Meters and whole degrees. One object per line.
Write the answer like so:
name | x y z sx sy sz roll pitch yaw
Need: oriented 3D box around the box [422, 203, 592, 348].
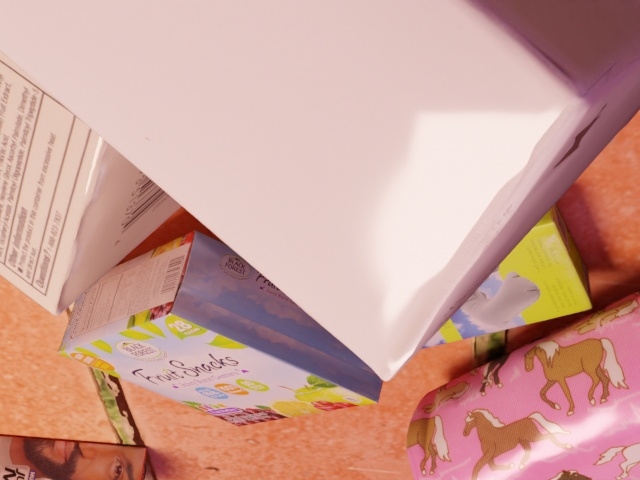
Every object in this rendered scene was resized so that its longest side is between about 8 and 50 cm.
box | 0.102 0.027 0.941 0.178 0.042 0.109 -16 136 19

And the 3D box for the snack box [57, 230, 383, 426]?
snack box | -0.075 0.073 0.934 0.174 0.070 0.207 27 154 -26

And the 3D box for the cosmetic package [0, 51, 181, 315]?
cosmetic package | -0.192 -0.123 0.617 0.296 0.129 0.153 36 137 7

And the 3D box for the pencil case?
pencil case | 0.252 0.119 0.954 0.386 0.160 0.167 -33 169 34

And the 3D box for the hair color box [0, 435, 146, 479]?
hair color box | -0.250 0.236 1.163 0.167 0.093 0.053 5 140 -4

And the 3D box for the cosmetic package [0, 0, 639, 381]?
cosmetic package | -0.038 -0.162 0.467 0.385 0.217 0.156 43 138 10
